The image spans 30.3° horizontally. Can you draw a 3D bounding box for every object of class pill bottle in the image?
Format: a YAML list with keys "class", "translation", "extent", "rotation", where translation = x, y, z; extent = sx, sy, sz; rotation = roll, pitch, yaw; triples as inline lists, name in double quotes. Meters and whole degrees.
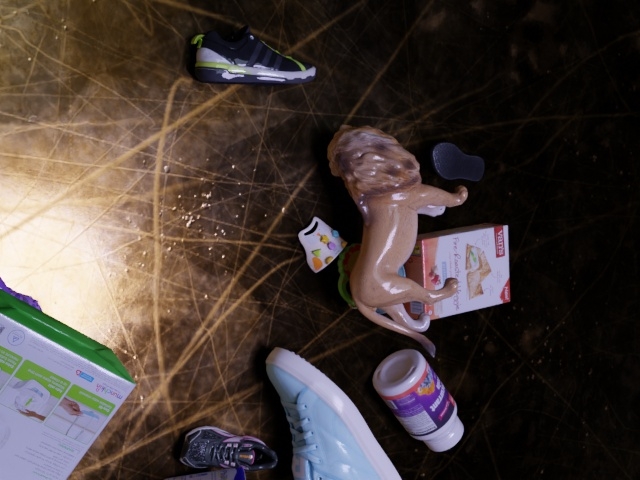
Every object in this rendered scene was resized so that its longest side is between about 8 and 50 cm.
- class: "pill bottle"
  translation: [0.189, 0.304, 2.211]
  extent: [0.108, 0.108, 0.193]
  rotation: [-50, 121, -24]

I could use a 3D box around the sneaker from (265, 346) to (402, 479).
- class: "sneaker"
  translation: [0.002, 0.355, 2.030]
  extent: [0.150, 0.135, 0.366]
  rotation: [-42, 101, -24]

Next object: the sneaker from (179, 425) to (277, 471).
- class: "sneaker"
  translation: [-0.146, 0.351, 1.972]
  extent: [0.178, 0.077, 0.072]
  rotation: [7, 88, -38]

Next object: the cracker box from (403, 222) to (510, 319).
- class: "cracker box"
  translation: [0.263, 0.057, 2.275]
  extent: [0.232, 0.067, 0.156]
  rotation: [-10, 101, -38]

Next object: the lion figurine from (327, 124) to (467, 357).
- class: "lion figurine"
  translation: [0.118, -0.001, 2.061]
  extent: [0.240, 0.142, 0.392]
  rotation: [8, 79, -25]

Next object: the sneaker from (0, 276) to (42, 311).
- class: "sneaker"
  translation: [-0.451, 0.096, 1.733]
  extent: [0.071, 0.068, 0.170]
  rotation: [-58, 134, -37]

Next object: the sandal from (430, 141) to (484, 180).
- class: "sandal"
  translation: [0.254, -0.147, 2.275]
  extent: [0.179, 0.040, 0.067]
  rotation: [12, 92, -53]

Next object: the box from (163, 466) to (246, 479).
- class: "box"
  translation: [-0.182, 0.447, 1.920]
  extent: [0.137, 0.072, 0.126]
  rotation: [-7, 100, -4]

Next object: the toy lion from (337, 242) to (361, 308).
- class: "toy lion"
  translation: [0.065, 0.059, 2.117]
  extent: [0.096, 0.034, 0.100]
  rotation: [44, 68, -24]

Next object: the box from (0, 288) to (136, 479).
- class: "box"
  translation: [-0.438, 0.217, 1.660]
  extent: [0.262, 0.127, 0.231]
  rotation: [34, 94, -35]

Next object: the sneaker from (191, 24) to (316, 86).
- class: "sneaker"
  translation: [-0.103, -0.306, 1.946]
  extent: [0.234, 0.084, 0.097]
  rotation: [-3, 95, -38]

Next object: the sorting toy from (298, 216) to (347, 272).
- class: "sorting toy"
  translation: [0.000, 0.000, 2.088]
  extent: [0.075, 0.045, 0.083]
  rotation: [47, 65, -10]

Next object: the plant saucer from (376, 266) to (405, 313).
- class: "plant saucer"
  translation: [0.106, 0.075, 2.182]
  extent: [0.119, 0.021, 0.119]
  rotation: [-4, 97, -37]
